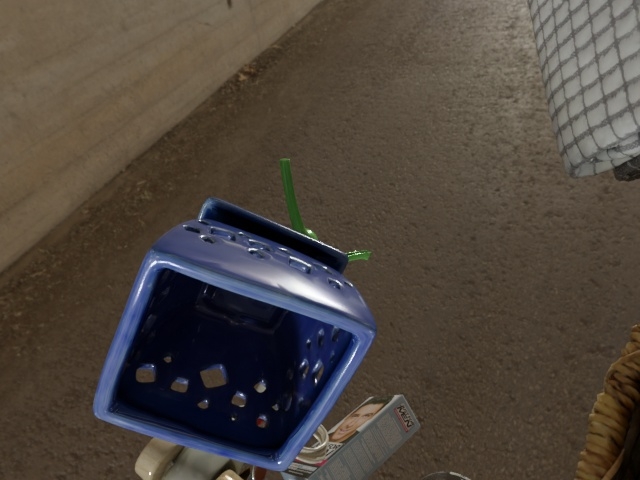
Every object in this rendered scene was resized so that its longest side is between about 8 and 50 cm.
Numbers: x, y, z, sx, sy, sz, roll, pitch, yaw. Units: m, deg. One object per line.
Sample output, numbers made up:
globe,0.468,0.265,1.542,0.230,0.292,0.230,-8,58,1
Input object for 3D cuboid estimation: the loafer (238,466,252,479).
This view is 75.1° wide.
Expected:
loafer,-0.251,0.709,1.181,0.062,0.061,0.170,13,10,20

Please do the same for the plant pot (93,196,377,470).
plant pot,-0.095,0.094,0.512,0.236,0.235,0.212,23,24,-11

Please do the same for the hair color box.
hair color box,0.091,0.600,1.201,0.375,0.185,0.113,-25,83,-34

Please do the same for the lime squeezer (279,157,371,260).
lime squeezer,0.000,0.000,0.695,0.110,0.310,0.059,-48,48,-2

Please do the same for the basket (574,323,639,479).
basket,0.225,0.065,0.151,0.299,0.223,0.213,-58,31,2

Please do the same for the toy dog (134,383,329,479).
toy dog,-0.167,0.384,0.747,0.334,0.160,0.220,3,31,-48

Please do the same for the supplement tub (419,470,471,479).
supplement tub,0.267,0.604,0.859,0.208,0.338,0.206,-6,68,16

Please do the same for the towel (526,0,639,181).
towel,0.269,-0.191,0.261,0.122,0.283,0.234,1,77,-9
